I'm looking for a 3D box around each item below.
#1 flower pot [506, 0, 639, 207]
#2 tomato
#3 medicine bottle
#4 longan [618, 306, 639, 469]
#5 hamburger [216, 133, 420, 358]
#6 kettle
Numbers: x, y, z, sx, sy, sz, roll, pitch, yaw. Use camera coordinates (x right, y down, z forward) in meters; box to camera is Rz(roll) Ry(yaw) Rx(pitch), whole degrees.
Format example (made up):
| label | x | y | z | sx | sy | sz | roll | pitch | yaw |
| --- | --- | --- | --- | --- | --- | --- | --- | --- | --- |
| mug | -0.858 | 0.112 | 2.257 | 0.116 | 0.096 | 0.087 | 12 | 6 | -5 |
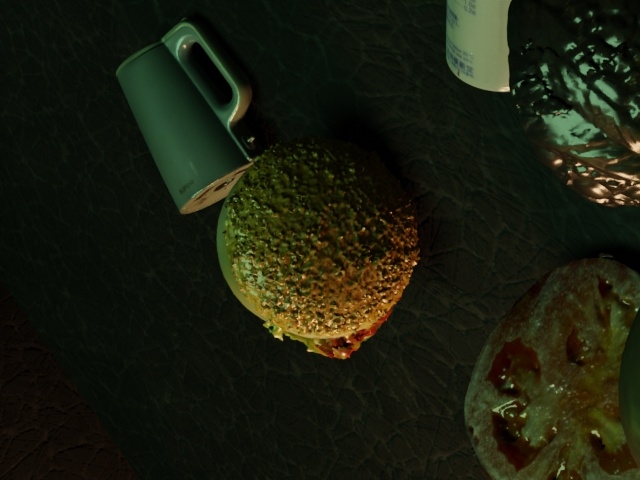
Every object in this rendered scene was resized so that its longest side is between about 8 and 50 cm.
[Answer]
| label | x | y | z | sx | sy | sz | roll | pitch | yaw |
| --- | --- | --- | --- | --- | --- | --- | --- | --- | --- |
| flower pot | 0.350 | -0.176 | 1.354 | 0.267 | 0.266 | 0.267 | -11 | 111 | 47 |
| tomato | 0.335 | 0.197 | 1.757 | 0.143 | 0.338 | 0.338 | 29 | 171 | -39 |
| medicine bottle | 0.195 | -0.325 | 1.537 | 0.130 | 0.130 | 0.341 | 34 | 144 | 34 |
| longan | 0.463 | 0.148 | 1.419 | 0.361 | 0.361 | 0.361 | 37 | 146 | 30 |
| hamburger | 0.000 | 0.000 | 2.022 | 0.294 | 0.276 | 0.179 | 49 | 161 | -17 |
| kettle | -0.188 | -0.194 | 2.245 | 0.210 | 0.160 | 0.243 | -35 | 83 | 43 |
